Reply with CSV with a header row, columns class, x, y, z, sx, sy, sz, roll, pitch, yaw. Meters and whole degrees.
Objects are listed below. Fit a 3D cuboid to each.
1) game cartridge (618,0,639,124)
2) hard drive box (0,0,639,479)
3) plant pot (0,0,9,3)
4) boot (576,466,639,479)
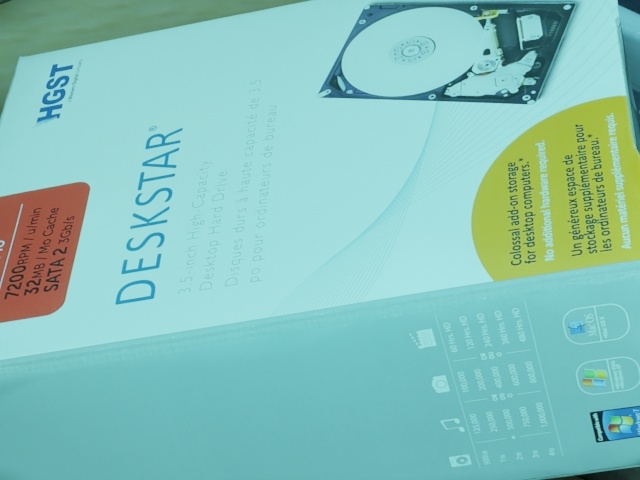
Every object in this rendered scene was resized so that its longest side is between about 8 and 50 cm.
class,x,y,z,sx,sy,sz,roll,pitch,yaw
game cartridge,0.194,-0.020,0.746,0.294,0.196,0.060,31,62,27
hard drive box,0.000,0.000,0.608,0.232,0.089,0.181,-10,40,11
plant pot,-0.234,-0.180,0.606,0.334,0.334,0.305,44,28,17
boot,0.162,0.134,0.622,0.248,0.090,0.207,-2,79,-1
